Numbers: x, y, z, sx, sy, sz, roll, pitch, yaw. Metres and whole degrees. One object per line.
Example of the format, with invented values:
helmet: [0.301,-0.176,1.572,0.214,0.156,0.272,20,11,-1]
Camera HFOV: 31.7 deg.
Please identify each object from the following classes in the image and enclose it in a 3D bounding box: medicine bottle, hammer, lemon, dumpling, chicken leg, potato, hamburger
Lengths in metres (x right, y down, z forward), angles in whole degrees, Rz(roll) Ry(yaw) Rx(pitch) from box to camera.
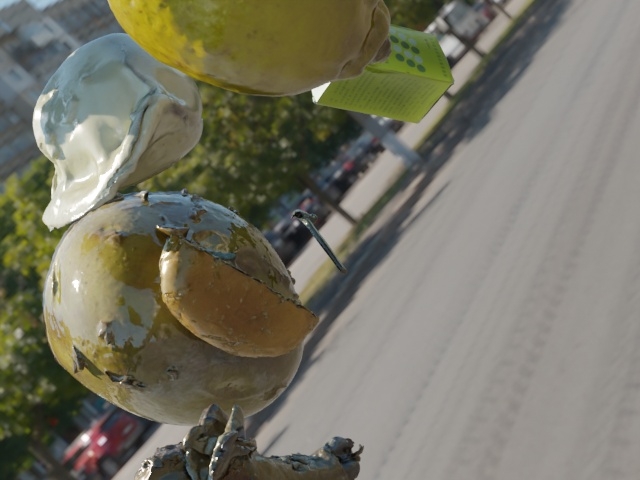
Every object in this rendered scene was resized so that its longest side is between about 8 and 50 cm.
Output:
medicine bottle: [0.106,-0.328,2.131,0.141,0.250,0.137,-48,45,46]
hammer: [0.000,0.000,1.961,0.017,0.062,0.182,-55,41,17]
lemon: [-0.083,-0.287,1.197,0.285,0.316,0.285,-40,-8,-7]
dumpling: [-0.309,-0.144,1.668,0.316,0.233,0.395,-59,28,4]
chicken leg: [-0.052,0.192,0.853,0.080,0.196,0.125,29,92,48]
potato: [-0.209,0.131,1.888,0.319,0.442,0.386,26,101,54]
hamburger: [-0.135,0.092,1.662,0.131,0.262,0.124,-60,17,-13]
